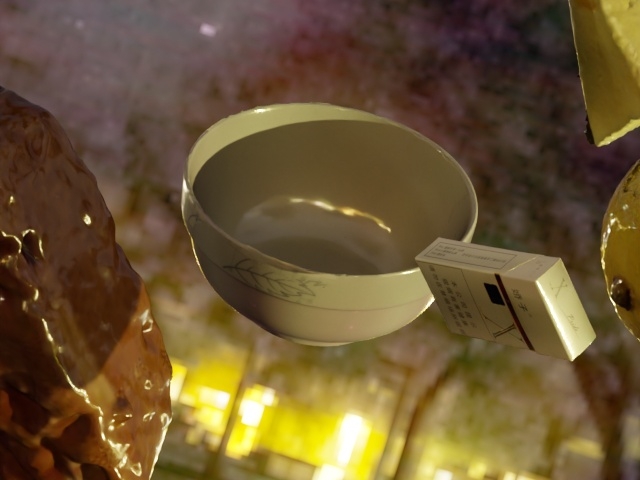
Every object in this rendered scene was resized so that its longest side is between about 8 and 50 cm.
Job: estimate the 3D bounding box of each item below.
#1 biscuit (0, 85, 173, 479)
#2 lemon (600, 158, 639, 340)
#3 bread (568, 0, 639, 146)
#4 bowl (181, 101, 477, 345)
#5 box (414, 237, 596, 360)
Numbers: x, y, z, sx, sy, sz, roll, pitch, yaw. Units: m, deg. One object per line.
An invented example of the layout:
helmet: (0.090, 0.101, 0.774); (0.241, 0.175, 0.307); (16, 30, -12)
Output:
biscuit: (-0.322, 0.045, 1.561); (0.395, 0.166, 0.343); (1, -49, 31)
lemon: (0.468, 0.005, 2.240); (0.297, 0.297, 0.297); (18, -5, 2)
bread: (0.298, -0.211, 1.659); (0.178, 0.240, 0.135); (60, -26, 0)
bowl: (0.000, 0.000, 1.920); (0.287, 0.144, 0.287); (8, 36, -6)
box: (0.154, 0.047, 1.642); (0.154, 0.040, 0.084); (11, -48, 54)
